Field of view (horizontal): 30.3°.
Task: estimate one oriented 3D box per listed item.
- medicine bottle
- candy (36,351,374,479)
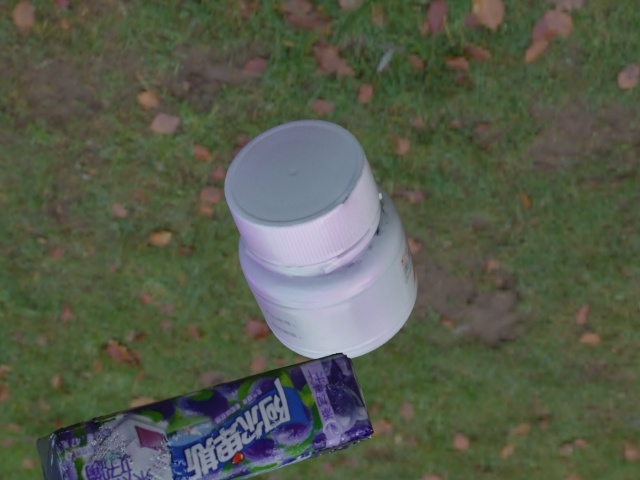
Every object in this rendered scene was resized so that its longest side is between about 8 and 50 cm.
[{"bbox_3d":[0.000,0.000,1.787,0.256,0.256,0.325,-5,139,15],"label":"medicine bottle"},{"bbox_3d":[-0.096,0.176,1.059,0.312,0.088,0.061,-11,164,-33],"label":"candy"}]
